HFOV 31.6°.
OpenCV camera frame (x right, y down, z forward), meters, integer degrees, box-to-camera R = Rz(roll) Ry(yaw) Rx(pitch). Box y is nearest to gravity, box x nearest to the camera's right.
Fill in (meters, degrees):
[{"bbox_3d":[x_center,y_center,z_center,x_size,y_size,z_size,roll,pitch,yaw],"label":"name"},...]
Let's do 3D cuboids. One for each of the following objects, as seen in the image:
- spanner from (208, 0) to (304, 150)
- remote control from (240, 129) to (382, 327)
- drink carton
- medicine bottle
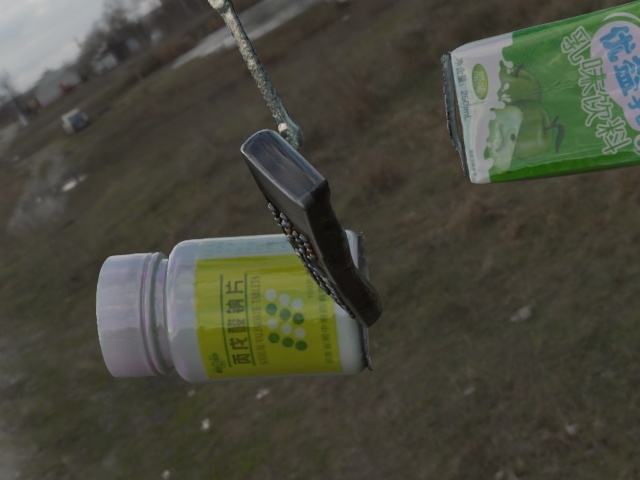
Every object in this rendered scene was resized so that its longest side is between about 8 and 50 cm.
[{"bbox_3d":[-0.101,-0.274,1.757,0.017,0.302,0.071,-31,8,-27],"label":"spanner"},{"bbox_3d":[0.000,0.000,0.657,0.028,0.059,0.212,-46,-22,-8],"label":"remote control"},{"bbox_3d":[0.272,-0.145,1.160,0.271,0.161,0.108,-8,2,37],"label":"drink carton"},{"bbox_3d":[-0.117,0.099,1.650,0.378,0.214,0.213,-4,17,7],"label":"medicine bottle"}]
